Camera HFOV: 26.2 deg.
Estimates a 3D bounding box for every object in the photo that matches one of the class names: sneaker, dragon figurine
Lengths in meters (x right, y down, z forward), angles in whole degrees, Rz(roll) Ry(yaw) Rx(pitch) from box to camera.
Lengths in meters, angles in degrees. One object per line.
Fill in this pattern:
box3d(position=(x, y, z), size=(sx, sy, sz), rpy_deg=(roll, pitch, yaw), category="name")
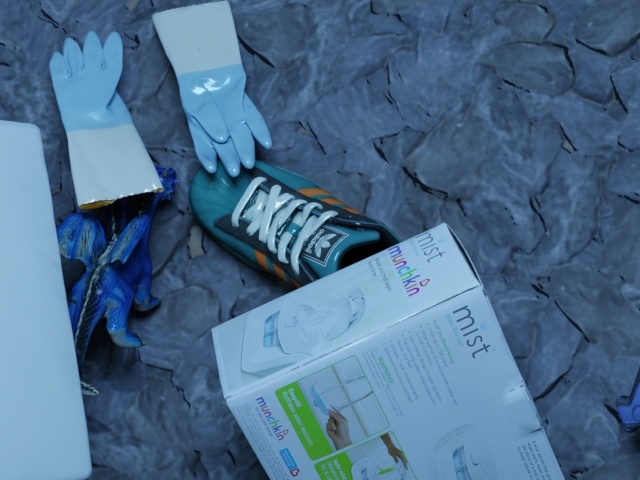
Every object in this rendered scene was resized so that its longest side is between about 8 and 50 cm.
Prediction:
box3d(position=(0.000, 0.000, 1.307), size=(0.302, 0.121, 0.108), rpy_deg=(30, 83, 12), category="sneaker")
box3d(position=(-0.202, 0.022, 1.291), size=(0.085, 0.289, 0.144), rpy_deg=(5, 117, 11), category="dragon figurine")

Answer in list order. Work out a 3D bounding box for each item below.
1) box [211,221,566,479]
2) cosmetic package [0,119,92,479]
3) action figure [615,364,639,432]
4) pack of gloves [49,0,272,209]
box3d(position=(0.066, 0.157, 1.194), size=(0.231, 0.127, 0.262), rpy_deg=(-26, 119, 2), category="box")
box3d(position=(-0.466, 0.086, 1.166), size=(0.394, 0.329, 0.327), rpy_deg=(-14, 81, 32), category="cosmetic package")
box3d(position=(0.451, 0.091, 1.208), size=(0.341, 0.178, 0.330), rpy_deg=(3, 83, 33), category="action figure")
box3d(position=(-0.160, -0.129, 1.364), size=(0.195, 0.046, 0.232), rpy_deg=(-11, 55, -10), category="pack of gloves")
